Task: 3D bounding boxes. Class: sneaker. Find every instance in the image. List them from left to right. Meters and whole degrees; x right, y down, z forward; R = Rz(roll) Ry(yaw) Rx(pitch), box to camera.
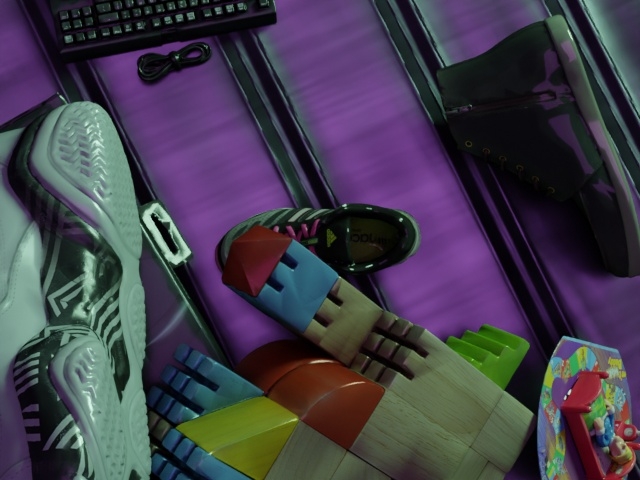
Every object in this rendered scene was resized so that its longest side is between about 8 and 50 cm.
[{"bbox_3d":[-0.219,0.077,0.729,0.210,0.137,0.366,-9,53,2],"label":"sneaker"},{"bbox_3d":[0.000,0.000,0.957,0.170,0.075,0.063,-5,86,-4],"label":"sneaker"},{"bbox_3d":[0.182,-0.061,0.985,0.118,0.083,0.222,-21,95,13],"label":"sneaker"}]

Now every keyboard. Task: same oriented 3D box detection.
[{"bbox_3d":[-0.128,-0.188,0.988,0.180,0.023,0.108,-12,87,-4],"label":"keyboard"}]

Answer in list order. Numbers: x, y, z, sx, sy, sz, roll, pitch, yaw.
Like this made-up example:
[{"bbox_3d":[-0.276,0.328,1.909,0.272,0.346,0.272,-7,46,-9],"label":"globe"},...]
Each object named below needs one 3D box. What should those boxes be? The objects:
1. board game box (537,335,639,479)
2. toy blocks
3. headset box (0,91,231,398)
[{"bbox_3d":[0.221,0.145,0.926,0.033,0.169,0.133,-3,78,37],"label":"board game box"},{"bbox_3d":[-0.025,0.173,0.826,0.261,0.191,0.381,38,81,-35],"label":"toy blocks"},{"bbox_3d":[-0.231,0.060,0.907,0.283,0.131,0.246,-32,88,-6],"label":"headset box"}]
